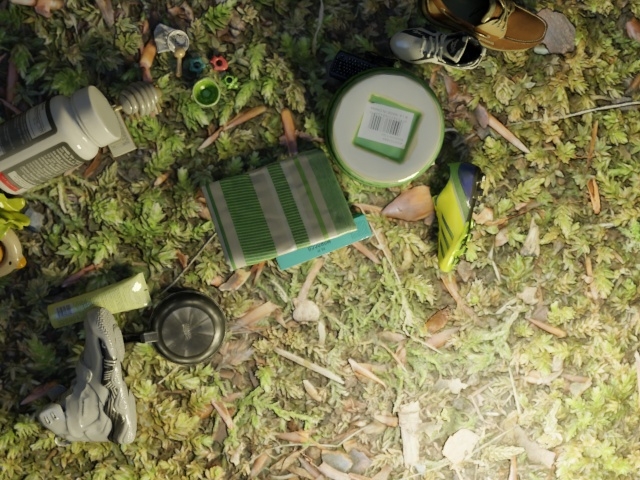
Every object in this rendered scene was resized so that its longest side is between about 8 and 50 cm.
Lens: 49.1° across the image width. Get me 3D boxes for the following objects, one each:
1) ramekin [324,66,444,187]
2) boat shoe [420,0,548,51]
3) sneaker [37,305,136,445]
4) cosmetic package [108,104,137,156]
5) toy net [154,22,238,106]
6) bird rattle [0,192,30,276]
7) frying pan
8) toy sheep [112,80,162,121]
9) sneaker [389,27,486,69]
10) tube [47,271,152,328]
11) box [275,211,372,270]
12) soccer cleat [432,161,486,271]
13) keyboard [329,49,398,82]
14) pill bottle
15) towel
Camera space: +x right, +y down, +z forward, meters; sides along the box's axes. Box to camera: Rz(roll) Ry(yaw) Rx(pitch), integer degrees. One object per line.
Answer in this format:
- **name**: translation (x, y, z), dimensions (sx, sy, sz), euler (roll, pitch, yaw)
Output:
- **ramekin**: translation (0.156, -0.272, 1.700), dimensions (0.304, 0.148, 0.303), euler (1, 99, 3)
- **boat shoe**: translation (0.412, -0.554, 1.741), dimensions (0.324, 0.120, 0.122), euler (11, 95, -9)
- **sneaker**: translation (-0.576, 0.342, 1.693), dimensions (0.211, 0.137, 0.365), euler (-8, 110, -7)
- **cosmetic package**: translation (-0.495, -0.264, 1.696), dimensions (0.060, 0.041, 0.115), euler (-22, 99, -4)
- **toy net**: translation (-0.308, -0.439, 1.698), dimensions (0.122, 0.045, 0.232), euler (-39, 100, -1)
- **bird rattle**: translation (-0.810, 0.002, 1.649), dimensions (0.254, 0.143, 0.206), euler (-17, 115, -2)
- **frying pan**: translation (-0.397, 0.211, 1.766), dimensions (0.327, 0.053, 0.197), euler (13, 95, -12)
- **toy sheep**: translation (-0.434, -0.334, 1.673), dimensions (0.132, 0.091, 0.091), euler (-36, 102, -35)
- **sneaker**: translation (0.297, -0.476, 1.719), dimensions (0.235, 0.153, 0.094), euler (15, 94, -9)
- **tube**: translation (-0.546, 0.155, 1.736), dimensions (0.240, 0.070, 0.062), euler (-17, 61, -10)
- **box**: translation (0.000, 0.000, 1.764), dimensions (0.245, 0.100, 0.060), euler (-21, 97, -5)
- **soccer cleat**: translation (0.341, -0.064, 1.822), dimensions (0.121, 0.093, 0.288), euler (17, 100, 21)
- **keyboard**: translation (0.125, -0.428, 1.761), dimensions (0.192, 0.038, 0.100), euler (18, 94, -10)
- **pill bottle**: translation (-0.614, -0.233, 1.604), dimensions (0.283, 0.161, 0.161), euler (-25, 99, 5)
- **towel**: translation (-0.105, -0.080, 1.723), dimensions (0.325, 0.038, 0.247), euler (-19, 70, -6)
